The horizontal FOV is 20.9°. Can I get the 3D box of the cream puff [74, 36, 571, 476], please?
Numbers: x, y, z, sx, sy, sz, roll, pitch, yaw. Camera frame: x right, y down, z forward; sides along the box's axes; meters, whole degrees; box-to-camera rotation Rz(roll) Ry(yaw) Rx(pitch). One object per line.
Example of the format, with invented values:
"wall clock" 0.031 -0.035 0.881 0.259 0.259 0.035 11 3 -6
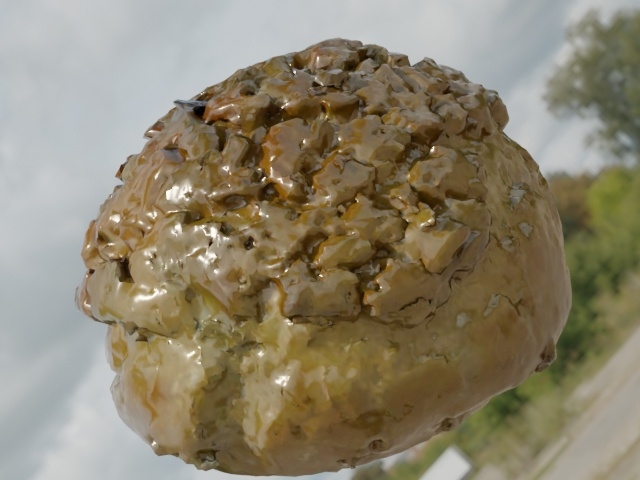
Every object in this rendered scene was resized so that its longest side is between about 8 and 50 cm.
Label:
"cream puff" 0.000 0.000 0.521 0.150 0.115 0.165 -20 12 -19
